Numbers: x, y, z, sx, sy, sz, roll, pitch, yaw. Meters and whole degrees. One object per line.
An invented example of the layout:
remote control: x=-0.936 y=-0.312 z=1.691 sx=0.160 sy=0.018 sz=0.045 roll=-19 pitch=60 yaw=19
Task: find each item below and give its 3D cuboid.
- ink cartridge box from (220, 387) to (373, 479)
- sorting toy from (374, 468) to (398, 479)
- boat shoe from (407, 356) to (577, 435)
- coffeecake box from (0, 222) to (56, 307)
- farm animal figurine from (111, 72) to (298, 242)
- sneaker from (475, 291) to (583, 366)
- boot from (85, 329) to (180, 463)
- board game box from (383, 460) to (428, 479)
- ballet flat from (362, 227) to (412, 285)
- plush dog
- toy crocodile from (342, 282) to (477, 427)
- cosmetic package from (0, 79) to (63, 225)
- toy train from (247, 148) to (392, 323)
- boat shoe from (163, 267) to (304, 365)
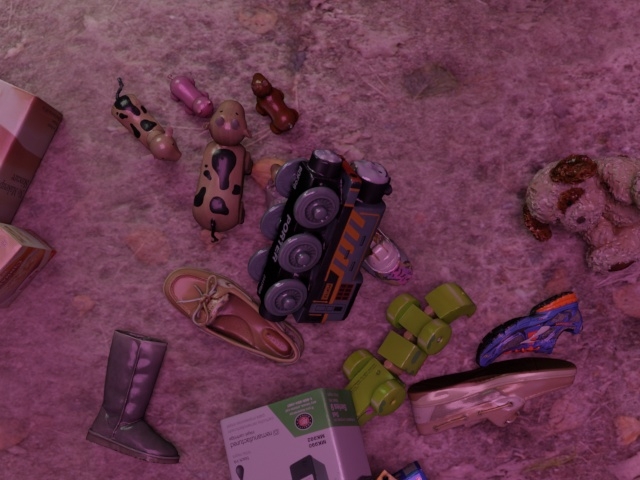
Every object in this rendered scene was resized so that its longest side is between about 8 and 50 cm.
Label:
ink cartridge box: x=-0.027 y=0.417 z=1.341 sx=0.211 sy=0.121 sz=0.289 roll=-22 pitch=70 yaw=19
sorting toy: x=0.144 y=0.535 z=1.362 sx=0.132 sy=0.046 sz=0.274 roll=-27 pitch=87 yaw=-3
boat shoe: x=0.313 y=0.282 z=1.434 sx=0.303 sy=0.109 sz=0.098 roll=-13 pitch=93 yaw=3
coffeecake box: x=-0.558 y=0.047 z=1.386 sx=0.068 sy=0.185 sz=0.142 roll=41 pitch=87 yaw=2
farm animal figurine: x=-0.194 y=-0.160 z=1.413 sx=0.331 sy=0.172 sz=0.326 roll=-9 pitch=87 yaw=-2
sneaker: x=0.384 y=0.176 z=1.449 sx=0.221 sy=0.083 sz=0.087 roll=-28 pitch=84 yaw=-1
boot: x=-0.316 y=0.283 z=1.441 sx=0.190 sy=0.076 sz=0.208 roll=19 pitch=79 yaw=-2
board game box: x=0.160 y=0.609 z=1.420 sx=0.233 sy=0.078 sz=0.347 roll=-28 pitch=87 yaw=-3
ballet flat: x=0.085 y=-0.003 z=1.456 sx=0.077 sy=0.079 sz=0.221 roll=-42 pitch=89 yaw=-6
plush dog: x=0.480 y=-0.085 z=1.420 sx=0.226 sy=0.262 sz=0.210 roll=3 pitch=53 yaw=-10
toy crocodile: x=0.144 y=0.212 z=1.438 sx=0.340 sy=0.105 sz=0.115 roll=-51 pitch=49 yaw=-2
cosmetic package: x=-0.597 y=-0.134 z=1.415 sx=0.129 sy=0.153 sz=0.296 roll=25 pitch=88 yaw=1
toy train: x=0.000 y=0.000 z=1.358 sx=0.190 sy=0.142 sz=0.333 roll=4 pitch=121 yaw=-28
boat shoe: x=-0.156 y=0.134 z=1.437 sx=0.285 sy=0.089 sz=0.104 roll=27 pitch=87 yaw=1
